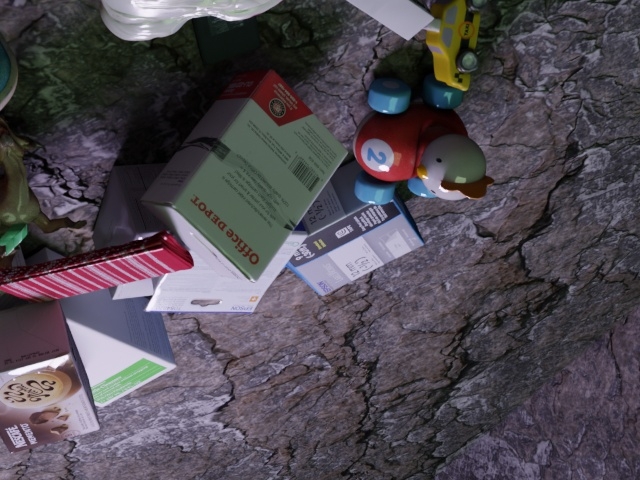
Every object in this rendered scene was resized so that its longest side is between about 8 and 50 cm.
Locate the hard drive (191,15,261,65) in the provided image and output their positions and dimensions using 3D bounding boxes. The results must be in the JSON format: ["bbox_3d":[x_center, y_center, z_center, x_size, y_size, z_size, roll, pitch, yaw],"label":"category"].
[{"bbox_3d":[-0.141,-0.320,1.800,0.094,0.022,0.135,-20,151,-7],"label":"hard drive"}]

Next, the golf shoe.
[{"bbox_3d":[-0.150,-0.360,1.617,0.306,0.115,0.140,-20,162,-8],"label":"golf shoe"}]

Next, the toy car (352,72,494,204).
[{"bbox_3d":[0.190,-0.136,2.059,0.210,0.238,0.219,-8,124,-24],"label":"toy car"}]

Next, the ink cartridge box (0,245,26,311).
[{"bbox_3d":[-0.677,0.062,1.948,0.353,0.119,0.207,12,136,-45],"label":"ink cartridge box"}]

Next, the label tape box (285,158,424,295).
[{"bbox_3d":[0.000,0.000,2.341,0.347,0.115,0.249,-29,151,7],"label":"label tape box"}]

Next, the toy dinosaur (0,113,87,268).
[{"bbox_3d":[-0.489,-0.057,1.839,0.295,0.200,0.127,-39,164,35],"label":"toy dinosaur"}]

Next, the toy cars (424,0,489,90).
[{"bbox_3d":[0.226,-0.393,1.806,0.087,0.176,0.394,5,143,-16],"label":"toy cars"}]

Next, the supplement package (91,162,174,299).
[{"bbox_3d":[-0.261,-0.019,2.081,0.203,0.149,0.194,-6,145,-28],"label":"supplement package"}]

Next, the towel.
[{"bbox_3d":[-0.343,0.044,1.864,0.275,0.031,0.199,-13,167,4],"label":"towel"}]

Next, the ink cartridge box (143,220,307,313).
[{"bbox_3d":[-0.166,0.039,2.040,0.223,0.045,0.224,4,138,-35],"label":"ink cartridge box"}]

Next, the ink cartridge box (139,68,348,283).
[{"bbox_3d":[-0.117,-0.099,1.880,0.197,0.114,0.273,46,68,-28],"label":"ink cartridge box"}]

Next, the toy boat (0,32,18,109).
[{"bbox_3d":[-0.450,-0.284,1.470,0.318,0.267,0.148,-47,168,-21],"label":"toy boat"}]

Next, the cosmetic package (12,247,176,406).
[{"bbox_3d":[-0.458,0.169,2.249,0.197,0.155,0.365,-30,151,17],"label":"cosmetic package"}]

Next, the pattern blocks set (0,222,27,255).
[{"bbox_3d":[-0.570,-0.067,1.699,0.325,0.026,0.285,33,129,-9],"label":"pattern blocks set"}]

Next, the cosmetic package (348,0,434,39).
[{"bbox_3d":[0.068,-0.385,1.769,0.060,0.099,0.239,-39,148,22],"label":"cosmetic package"}]

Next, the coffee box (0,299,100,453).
[{"bbox_3d":[-0.489,0.234,2.054,0.168,0.119,0.297,-15,148,-9],"label":"coffee box"}]
